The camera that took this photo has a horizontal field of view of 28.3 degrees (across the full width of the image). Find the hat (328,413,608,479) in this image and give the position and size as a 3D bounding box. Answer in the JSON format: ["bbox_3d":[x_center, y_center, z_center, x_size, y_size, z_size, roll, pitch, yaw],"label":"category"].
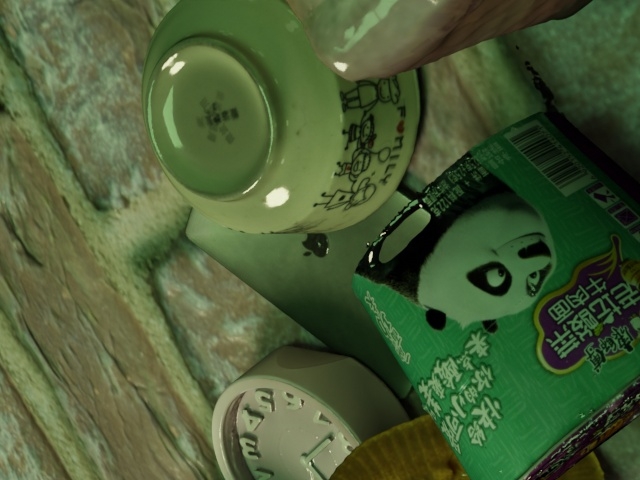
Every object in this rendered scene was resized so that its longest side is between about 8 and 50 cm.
[{"bbox_3d":[0.109,0.286,1.063,0.233,0.244,0.233,17,144,9],"label":"hat"}]

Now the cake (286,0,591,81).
[{"bbox_3d":[0.090,-0.254,0.728,0.230,0.309,0.237,-43,78,37],"label":"cake"}]

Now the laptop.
[{"bbox_3d":[0.000,0.000,1.104,0.269,0.015,0.188,36,129,19],"label":"laptop"}]

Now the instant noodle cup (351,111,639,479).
[{"bbox_3d":[0.152,0.043,0.872,0.190,0.251,0.251,52,132,17],"label":"instant noodle cup"}]

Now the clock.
[{"bbox_3d":[-0.004,0.195,1.157,0.197,0.068,0.197,20,126,30],"label":"clock"}]

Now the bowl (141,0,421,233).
[{"bbox_3d":[-0.053,-0.106,1.007,0.237,0.126,0.238,12,112,32],"label":"bowl"}]
